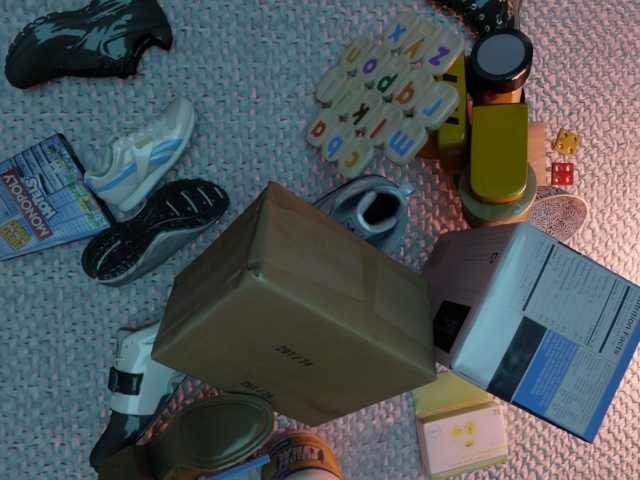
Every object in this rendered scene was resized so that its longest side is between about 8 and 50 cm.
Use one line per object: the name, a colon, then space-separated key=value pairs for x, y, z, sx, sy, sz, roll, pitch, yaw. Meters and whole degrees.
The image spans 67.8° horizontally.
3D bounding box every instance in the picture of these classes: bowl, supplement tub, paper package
bowl: x=0.423 y=-0.053 z=0.939 sx=0.169 sy=0.170 sz=0.080 roll=-3 pitch=49 yaw=-9
supplement tub: x=-0.032 y=0.432 z=0.835 sx=0.144 sy=0.199 sz=0.145 roll=0 pitch=92 yaw=-10
paper package: x=-0.039 y=0.120 z=0.717 sx=0.324 sy=0.309 sz=0.168 roll=31 pitch=43 yaw=-25

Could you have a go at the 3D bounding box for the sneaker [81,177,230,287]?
sneaker: x=-0.281 y=-0.015 z=0.837 sx=0.271 sy=0.108 sz=0.100 roll=-36 pitch=79 yaw=-22

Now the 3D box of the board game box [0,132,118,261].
board game box: x=-0.484 y=-0.056 z=0.812 sx=0.194 sy=0.060 sz=0.194 roll=-31 pitch=97 yaw=-8

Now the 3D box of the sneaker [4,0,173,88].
sneaker: x=-0.382 y=-0.321 z=0.800 sx=0.286 sy=0.109 sz=0.130 roll=-32 pitch=103 yaw=-5

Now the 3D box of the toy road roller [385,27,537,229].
toy road roller: x=0.236 y=-0.177 z=0.832 sx=0.240 sy=0.202 sz=0.330 roll=-1 pitch=78 yaw=19

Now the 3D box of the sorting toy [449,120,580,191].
sorting toy: x=0.387 y=-0.169 z=0.960 sx=0.274 sy=0.046 sz=0.133 roll=-3 pitch=93 yaw=-9

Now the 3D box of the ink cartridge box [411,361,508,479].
ink cartridge box: x=0.275 y=0.342 z=0.958 sx=0.170 sy=0.056 sz=0.235 roll=-10 pitch=95 yaw=-9

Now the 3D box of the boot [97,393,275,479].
boot: x=-0.189 y=0.348 z=0.793 sx=0.283 sy=0.220 sz=0.109 roll=-29 pitch=65 yaw=-4

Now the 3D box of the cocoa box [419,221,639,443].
cocoa box: x=0.302 y=0.129 z=0.794 sx=0.227 sy=0.347 sz=0.232 roll=28 pitch=86 yaw=-2

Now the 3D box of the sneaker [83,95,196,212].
sneaker: x=-0.301 y=-0.160 z=0.812 sx=0.229 sy=0.087 sz=0.092 roll=-54 pitch=131 yaw=-5

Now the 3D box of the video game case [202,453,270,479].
video game case: x=-0.157 y=0.405 z=0.825 sx=0.119 sy=0.166 sz=0.015 roll=-13 pitch=67 yaw=-23

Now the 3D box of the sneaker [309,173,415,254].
sneaker: x=0.000 y=0.000 z=0.818 sx=0.365 sy=0.210 sz=0.138 roll=-35 pitch=97 yaw=-6

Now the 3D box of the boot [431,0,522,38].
boot: x=0.288 y=-0.434 z=0.916 sx=0.178 sy=0.085 sz=0.237 roll=12 pitch=84 yaw=-8

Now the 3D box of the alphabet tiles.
alphabet tiles: x=0.099 y=-0.246 z=0.805 sx=0.278 sy=0.284 sz=0.021 roll=-50 pitch=139 yaw=12

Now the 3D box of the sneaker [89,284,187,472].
sneaker: x=-0.311 y=0.226 z=0.827 sx=0.146 sy=0.122 sz=0.331 roll=36 pitch=77 yaw=-9
